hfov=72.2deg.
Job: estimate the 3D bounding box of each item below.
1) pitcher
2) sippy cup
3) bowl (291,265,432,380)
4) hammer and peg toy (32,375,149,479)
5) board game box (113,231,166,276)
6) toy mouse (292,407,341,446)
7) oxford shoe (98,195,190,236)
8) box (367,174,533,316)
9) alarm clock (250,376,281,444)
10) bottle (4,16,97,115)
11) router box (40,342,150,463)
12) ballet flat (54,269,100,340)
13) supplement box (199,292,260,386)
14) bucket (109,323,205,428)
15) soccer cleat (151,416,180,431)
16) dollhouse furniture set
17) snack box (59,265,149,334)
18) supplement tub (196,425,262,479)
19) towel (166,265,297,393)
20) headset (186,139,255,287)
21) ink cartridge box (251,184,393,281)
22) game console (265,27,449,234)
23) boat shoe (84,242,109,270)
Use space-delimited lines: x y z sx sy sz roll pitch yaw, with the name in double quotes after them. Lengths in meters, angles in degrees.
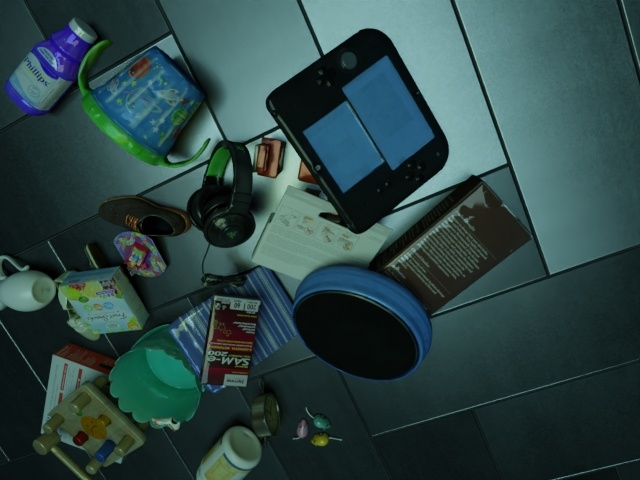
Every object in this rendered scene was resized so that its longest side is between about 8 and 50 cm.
-0.936 0.131 1.365 0.207 0.125 0.178 -4 91 20 "pitcher"
-0.424 -0.348 1.104 0.224 0.305 0.240 -43 53 6 "sippy cup"
0.099 0.238 1.182 0.390 0.077 0.391 15 134 16 "bowl"
-0.716 0.599 1.369 0.361 0.127 0.266 -38 98 28 "hammer and peg toy"
-0.540 0.052 1.296 0.133 0.033 0.169 -5 124 17 "board game box"
-0.025 0.610 1.423 0.160 0.031 0.143 -13 104 11 "toy mouse"
-0.517 -0.067 1.251 0.271 0.098 0.097 8 107 5 "oxford shoe"
0.322 0.029 1.151 0.381 0.143 0.191 -42 97 18 "box"
-0.176 0.529 1.377 0.064 0.129 0.192 -11 76 13 "alarm clock"
-0.706 -0.461 1.162 0.282 0.092 0.118 -38 97 16 "bottle"
-0.757 0.548 1.475 0.301 0.082 0.336 20 108 1 "router box"
-0.769 0.218 1.380 0.086 0.086 0.249 -9 105 10 "ballet flat"
-0.250 0.272 1.212 0.130 0.073 0.240 9 89 -17 "supplement box"
-0.468 0.403 1.342 0.280 0.183 0.281 2 107 6 "bucket"
-0.443 0.520 1.264 0.083 0.029 0.036 25 99 -5 "soccer cleat"
-0.032 -0.191 1.131 0.258 0.135 0.262 11 108 4 "dollhouse furniture set"
-0.649 0.186 1.331 0.174 0.070 0.207 -9 125 10 "snack box"
-0.301 0.724 1.435 0.144 0.144 0.200 38 108 -5 "supplement tub"
-0.238 0.253 1.274 0.336 0.040 0.243 -33 100 -14 "towel"
-0.241 -0.060 1.163 0.185 0.243 0.395 7 105 -33 "headset"
0.000 0.000 1.164 0.296 0.066 0.261 22 121 -13 "ink cartridge box"
0.108 -0.260 1.040 0.342 0.060 0.387 -40 105 -15 "game console"
-0.684 0.083 1.341 0.049 0.056 0.152 -21 103 8 "boat shoe"
